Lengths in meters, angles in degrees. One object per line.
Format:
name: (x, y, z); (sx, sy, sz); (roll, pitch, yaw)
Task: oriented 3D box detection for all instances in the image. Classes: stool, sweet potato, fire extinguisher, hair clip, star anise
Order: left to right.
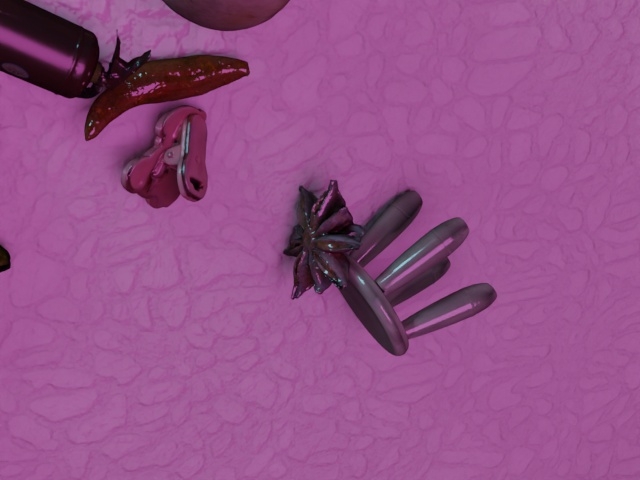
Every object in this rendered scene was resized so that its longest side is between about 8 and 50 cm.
fire extinguisher: (-0.387, -0.271, 1.099); (0.341, 0.105, 0.141); (21, 132, -26)
sweet potato: (-0.222, -0.214, 1.227); (0.255, 0.058, 0.078); (-25, 76, -23)
hair clip: (-0.217, -0.121, 1.267); (0.123, 0.102, 0.138); (24, 64, -67)
star anise: (0.000, 0.000, 1.369); (0.065, 0.195, 0.182); (1, 152, -39)
stool: (0.143, 0.055, 1.433); (0.198, 0.195, 0.195); (-36, 121, -8)

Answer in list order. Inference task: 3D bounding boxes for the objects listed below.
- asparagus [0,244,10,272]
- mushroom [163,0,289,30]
asparagus: (-0.607, 0.030, 1.147); (0.381, 0.108, 0.129); (-13, 115, -20)
mushroom: (-0.084, -0.407, 1.071); (0.290, 0.297, 0.298); (-11, 116, -26)
